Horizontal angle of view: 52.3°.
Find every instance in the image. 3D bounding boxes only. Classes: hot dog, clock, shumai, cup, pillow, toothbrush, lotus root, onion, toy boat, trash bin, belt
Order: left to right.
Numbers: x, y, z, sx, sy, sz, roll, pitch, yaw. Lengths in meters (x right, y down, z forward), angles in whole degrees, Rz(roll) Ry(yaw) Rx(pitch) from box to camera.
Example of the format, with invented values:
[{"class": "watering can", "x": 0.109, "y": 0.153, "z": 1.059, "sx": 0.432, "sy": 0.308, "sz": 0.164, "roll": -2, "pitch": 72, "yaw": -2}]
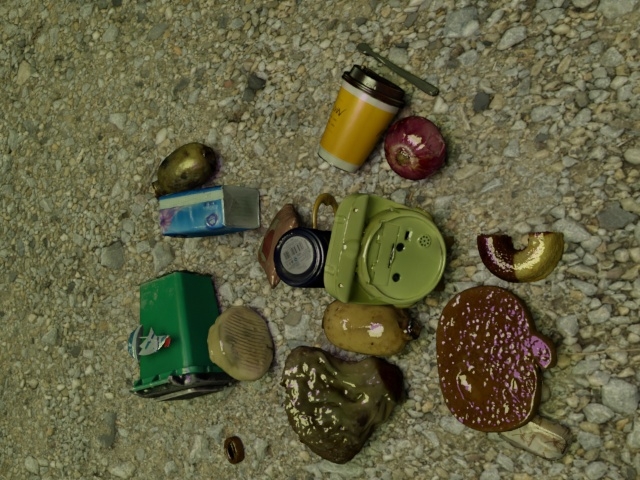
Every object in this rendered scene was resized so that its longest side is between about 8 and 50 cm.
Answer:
[{"class": "toy boat", "x": -0.510, "y": 0.312, "z": 1.930, "sx": 0.149, "sy": 0.034, "sz": 0.106, "roll": 17, "pitch": 78, "yaw": 25}, {"class": "trash bin", "x": -0.451, "y": 0.302, "z": 2.058, "sx": 0.259, "sy": 0.295, "sz": 0.382, "roll": -21, "pitch": 71, "yaw": 26}, {"class": "lotus root", "x": -0.468, "y": -0.224, "z": 2.173, "sx": 0.278, "sy": 0.154, "sz": 0.154, "roll": -33, "pitch": 71, "yaw": 24}, {"class": "belt", "x": -0.275, "y": 0.664, "z": 2.066, "sx": 0.059, "sy": 0.036, "sz": 0.083, "roll": -25, "pitch": 74, "yaw": 33}, {"class": "pillow", "x": -0.124, "y": 0.008, "z": 1.951, "sx": 0.084, "sy": 0.236, "sz": 0.224, "roll": 19, "pitch": 101, "yaw": -16}, {"class": "cup", "x": -0.016, "y": 0.014, "z": 1.838, "sx": 0.178, "sy": 0.256, "sz": 0.255, "roll": -28, "pitch": 72, "yaw": 25}, {"class": "shumai", "x": 0.069, "y": 0.430, "z": 1.776, "sx": 0.283, "sy": 0.217, "sz": 0.346, "roll": -20, "pitch": 87, "yaw": 25}, {"class": "cup", "x": 0.108, "y": -0.340, "z": 1.842, "sx": 0.196, "sy": 0.196, "sz": 0.280, "roll": 37, "pitch": 112, "yaw": 26}, {"class": "lotus root", "x": 0.139, "y": 0.235, "z": 1.792, "sx": 0.284, "sy": 0.146, "sz": 0.160, "roll": 1, "pitch": 67, "yaw": 29}, {"class": "clock", "x": 0.195, "y": 0.038, "z": 1.698, "sx": 0.117, "sy": 0.348, "sz": 0.287, "roll": -163, "pitch": 83, "yaw": -72}, {"class": "toothbrush", "x": 0.220, "y": -0.490, "z": 1.871, "sx": 0.297, "sy": 0.030, "sz": 0.030, "roll": 39, "pitch": 96, "yaw": 25}, {"class": "onion", "x": 0.255, "y": -0.249, "z": 1.768, "sx": 0.177, "sy": 0.153, "sz": 0.178, "roll": 4, "pitch": 99, "yaw": 25}, {"class": "hot dog", "x": 0.521, "y": 0.474, "z": 1.614, "sx": 0.191, "sy": 0.059, "sz": 0.108, "roll": 25, "pitch": 106, "yaw": 24}]

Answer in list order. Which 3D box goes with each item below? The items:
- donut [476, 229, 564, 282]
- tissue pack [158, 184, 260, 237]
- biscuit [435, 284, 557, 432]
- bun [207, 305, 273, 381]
[{"class": "donut", "x": 0.498, "y": 0.036, "z": 1.642, "sx": 0.217, "sy": 0.085, "sz": 0.141, "roll": -8, "pitch": 82, "yaw": 27}, {"class": "tissue pack", "x": -0.351, "y": -0.088, "z": 2.069, "sx": 0.263, "sy": 0.198, "sz": 0.146, "roll": -5, "pitch": 87, "yaw": 30}, {"class": "biscuit", "x": 0.438, "y": 0.291, "z": 1.639, "sx": 0.314, "sy": 0.063, "sz": 0.368, "roll": -15, "pitch": 68, "yaw": 35}, {"class": "bun", "x": -0.252, "y": 0.318, "z": 1.991, "sx": 0.116, "sy": 0.209, "sz": 0.237, "roll": -36, "pitch": 56, "yaw": 39}]
